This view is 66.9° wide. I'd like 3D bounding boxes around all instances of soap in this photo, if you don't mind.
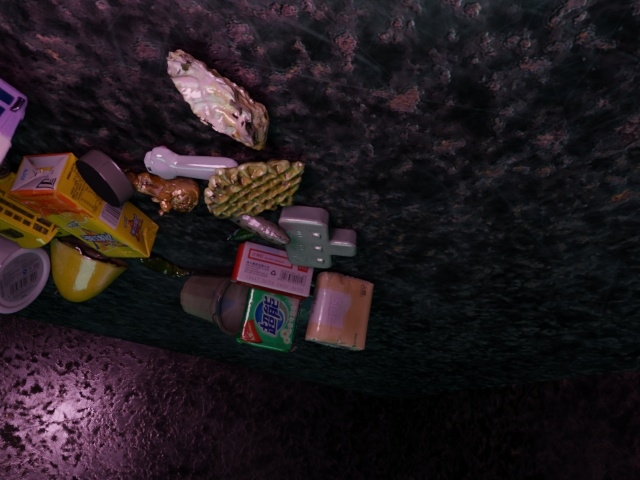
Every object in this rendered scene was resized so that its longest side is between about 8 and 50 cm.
[{"bbox_3d":[-0.150,0.189,1.469,0.218,0.273,0.098,13,165,-8],"label":"soap"}]

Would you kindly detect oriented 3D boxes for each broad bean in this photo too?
[{"bbox_3d":[-0.523,0.088,1.620,0.195,0.046,0.061,24,139,-38],"label":"broad bean"}]

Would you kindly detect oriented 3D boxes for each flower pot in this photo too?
[{"bbox_3d":[-0.352,0.206,1.656,0.202,0.212,0.212,5,156,31],"label":"flower pot"}]

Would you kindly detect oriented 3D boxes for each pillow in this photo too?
[{"bbox_3d":[-0.179,-0.053,1.178,0.241,0.051,0.093,30,169,-3],"label":"pillow"}]

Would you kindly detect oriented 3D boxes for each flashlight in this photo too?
[{"bbox_3d":[-0.270,-0.161,1.033,0.200,0.047,0.093,5,155,1],"label":"flashlight"}]

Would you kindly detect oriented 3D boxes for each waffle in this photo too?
[{"bbox_3d":[-0.146,-0.110,1.032,0.204,0.054,0.223,-13,162,-17],"label":"waffle"}]

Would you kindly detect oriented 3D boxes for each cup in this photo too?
[{"bbox_3d":[-0.981,0.043,1.354,0.371,0.253,0.253,19,156,10],"label":"cup"}]

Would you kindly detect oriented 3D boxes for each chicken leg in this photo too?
[{"bbox_3d":[-0.376,-0.116,1.104,0.207,0.101,0.085,16,143,6],"label":"chicken leg"}]

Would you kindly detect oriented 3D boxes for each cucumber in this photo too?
[{"bbox_3d":[-0.192,-0.024,1.300,0.155,0.037,0.037,-10,148,31],"label":"cucumber"}]

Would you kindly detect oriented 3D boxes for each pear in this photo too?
[{"bbox_3d":[-0.718,0.097,1.458,0.267,0.178,0.267,20,176,1],"label":"pear"}]

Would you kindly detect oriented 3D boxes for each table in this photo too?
[{"bbox_3d":[-0.481,-0.137,1.082,0.133,0.043,0.133,29,149,20],"label":"table"}]

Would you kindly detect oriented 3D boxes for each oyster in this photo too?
[{"bbox_3d":[-0.164,-0.242,0.818,0.209,0.072,0.133,37,154,-11],"label":"oyster"}]

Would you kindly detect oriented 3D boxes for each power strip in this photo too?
[{"bbox_3d":[0.000,0.000,1.263,0.194,0.059,0.265,6,153,7],"label":"power strip"}]

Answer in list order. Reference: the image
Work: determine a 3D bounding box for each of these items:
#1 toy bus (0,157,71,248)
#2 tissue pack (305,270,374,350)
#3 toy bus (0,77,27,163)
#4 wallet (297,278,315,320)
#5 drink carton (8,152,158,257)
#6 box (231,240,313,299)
[{"bbox_3d":[-0.771,-0.084,1.225,0.144,0.152,0.330,-7,150,26],"label":"toy bus"},{"bbox_3d":[0.061,0.220,1.510,0.186,0.222,0.090,17,163,-15],"label":"tissue pack"},{"bbox_3d":[-0.717,-0.250,0.756,0.209,0.249,0.440,-14,141,38],"label":"toy bus"},{"bbox_3d":[-0.072,0.218,1.712,0.252,0.083,0.360,17,155,-5],"label":"wallet"},{"bbox_3d":[-0.585,-0.075,1.236,0.154,0.111,0.351,0,154,18],"label":"drink carton"},{"bbox_3d":[-0.136,0.089,1.416,0.229,0.123,0.050,14,158,-13],"label":"box"}]
